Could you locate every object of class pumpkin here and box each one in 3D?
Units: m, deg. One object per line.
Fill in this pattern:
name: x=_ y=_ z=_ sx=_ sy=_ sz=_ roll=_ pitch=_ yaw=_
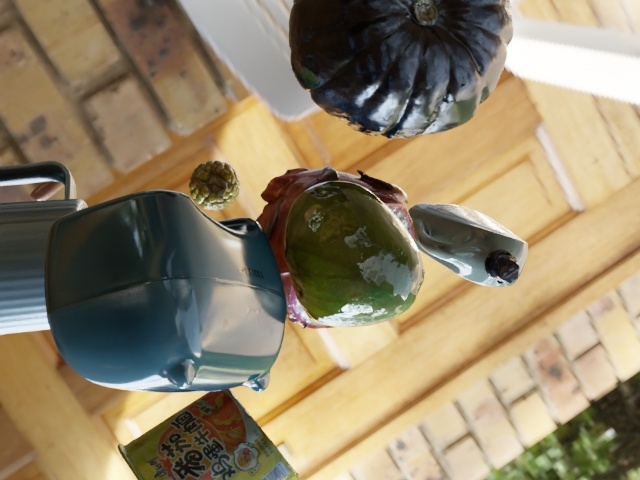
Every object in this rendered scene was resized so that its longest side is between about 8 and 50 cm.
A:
pumpkin: x=0.128 y=-0.334 z=1.799 sx=0.363 sy=0.363 sz=0.266 roll=58 pitch=161 yaw=-5

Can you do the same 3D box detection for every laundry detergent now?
laundry detergent: x=0.278 y=0.015 z=2.106 sx=0.280 sy=0.214 sz=0.105 roll=-124 pitch=48 yaw=-68

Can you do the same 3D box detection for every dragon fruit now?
dragon fruit: x=0.000 y=0.000 z=1.912 sx=0.189 sy=0.290 sz=0.291 roll=40 pitch=164 yaw=37

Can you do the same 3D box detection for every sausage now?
sausage: x=-0.578 y=-0.111 z=2.427 sx=0.034 sy=0.083 sz=0.034 roll=53 pitch=-177 yaw=-4

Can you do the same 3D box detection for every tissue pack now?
tissue pack: x=-0.162 y=0.074 z=1.256 sx=0.287 sy=0.198 sz=0.206 roll=25 pitch=-127 yaw=-67

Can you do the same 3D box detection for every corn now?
corn: x=-0.210 y=-0.109 z=2.250 sx=0.101 sy=0.101 sz=0.310 roll=58 pitch=176 yaw=-7

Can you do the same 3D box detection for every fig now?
fig: x=0.039 y=0.023 z=1.441 sx=0.191 sy=0.181 sz=0.181 roll=23 pitch=170 yaw=2

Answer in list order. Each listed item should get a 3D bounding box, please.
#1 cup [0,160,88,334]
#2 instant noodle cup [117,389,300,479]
cup: x=-0.589 y=0.033 z=2.185 sx=0.331 sy=0.311 sz=0.257 roll=-95 pitch=1 yaw=-56
instant noodle cup: x=-0.172 y=0.367 z=1.837 sx=0.264 sy=0.200 sz=0.264 roll=49 pitch=171 yaw=11
